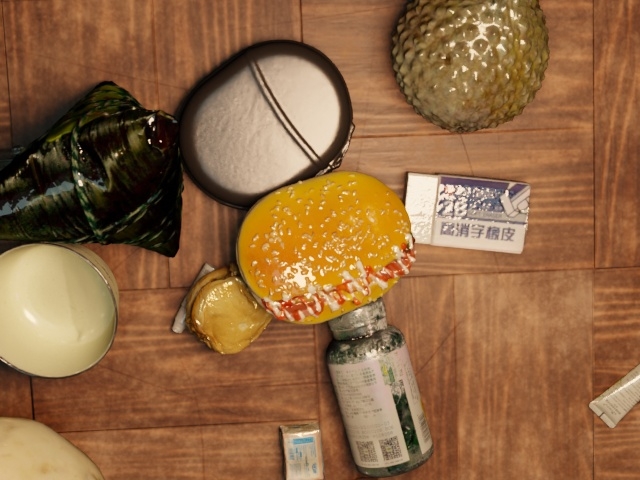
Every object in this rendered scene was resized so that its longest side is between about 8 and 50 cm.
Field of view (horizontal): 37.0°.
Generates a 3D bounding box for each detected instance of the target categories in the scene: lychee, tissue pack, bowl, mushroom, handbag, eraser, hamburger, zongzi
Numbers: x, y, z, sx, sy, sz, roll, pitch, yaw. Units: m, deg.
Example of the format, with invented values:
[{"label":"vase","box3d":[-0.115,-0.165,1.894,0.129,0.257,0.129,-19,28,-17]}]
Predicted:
[{"label":"lychee","box3d":[0.241,-0.303,1.524,0.255,0.274,0.255,5,68,-14]},{"label":"tissue pack","box3d":[-0.033,0.371,1.681,0.074,0.059,0.094,-4,97,-4]},{"label":"bowl","box3d":[-0.435,0.099,1.584,0.238,0.126,0.237,1,108,4]},{"label":"mushroom","box3d":[-0.528,0.472,1.583,0.314,0.314,0.336,28,116,-5]},{"label":"handbag","box3d":[-0.091,-0.189,1.595,0.308,0.093,0.253,-37,96,2]},{"label":"eraser","box3d":[0.246,-0.049,1.640,0.210,0.068,0.124,5,99,-2]},{"label":"hamburger","box3d":[-0.156,0.114,1.620,0.147,0.083,0.138,-47,125,-1]},{"label":"zongzi","box3d":[-0.376,-0.082,1.452,0.362,0.383,0.319,-23,93,-7]},{"label":"hamburger","box3d":[0.009,0.009,1.551,0.295,0.151,0.227,-22,91,-12]}]

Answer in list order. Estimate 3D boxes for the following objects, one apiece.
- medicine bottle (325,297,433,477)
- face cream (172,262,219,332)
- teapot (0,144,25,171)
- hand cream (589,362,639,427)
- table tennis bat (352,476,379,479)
[{"label":"medicine bottle","box3d":[0.093,0.243,1.631,0.141,0.141,0.293,-16,98,-1]},{"label":"face cream","box3d":[-0.217,0.101,1.653,0.034,0.034,0.130,31,93,-6]},{"label":"teapot","box3d":[-0.482,-0.083,1.574,0.239,0.162,0.148,-3,85,-27]},{"label":"hand cream","box3d":[0.570,0.250,1.708,0.194,0.042,0.067,-44,105,8]},{"label":"table tennis bat","box3d":[0.036,0.489,1.726,0.170,0.119,0.107,3,70,-25]}]
